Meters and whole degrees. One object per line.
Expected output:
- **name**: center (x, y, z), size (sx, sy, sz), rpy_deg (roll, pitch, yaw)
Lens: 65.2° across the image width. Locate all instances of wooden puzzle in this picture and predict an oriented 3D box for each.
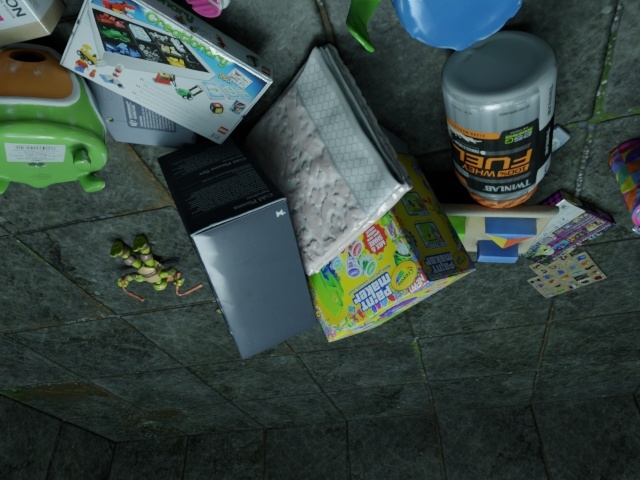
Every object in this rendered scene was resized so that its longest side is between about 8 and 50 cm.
- **wooden puzzle**: center (0.368, -0.005, 1.219), size (0.321, 0.081, 0.348), rpy_deg (1, 165, 10)

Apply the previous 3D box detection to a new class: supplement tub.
- **supplement tub**: center (0.345, -0.216, 0.965), size (0.193, 0.194, 0.316), rpy_deg (-12, 143, 15)

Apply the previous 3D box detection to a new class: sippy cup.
- **sippy cup**: center (0.176, -0.394, 0.687), size (0.239, 0.224, 0.306), rpy_deg (6, 144, -8)

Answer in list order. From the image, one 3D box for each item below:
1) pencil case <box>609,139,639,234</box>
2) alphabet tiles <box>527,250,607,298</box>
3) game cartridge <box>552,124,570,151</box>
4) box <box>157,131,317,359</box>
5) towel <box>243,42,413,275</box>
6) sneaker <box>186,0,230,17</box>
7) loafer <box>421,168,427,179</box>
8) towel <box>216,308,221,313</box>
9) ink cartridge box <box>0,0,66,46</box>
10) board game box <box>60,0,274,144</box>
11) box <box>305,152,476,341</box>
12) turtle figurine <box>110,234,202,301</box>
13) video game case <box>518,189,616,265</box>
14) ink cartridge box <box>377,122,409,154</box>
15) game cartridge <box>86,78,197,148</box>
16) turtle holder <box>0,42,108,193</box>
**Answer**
- **pencil case**: center (0.694, -0.118, 1.070), size (0.104, 0.236, 0.105), rpy_deg (8, 135, 8)
- **alphabet tiles**: center (0.763, 0.106, 1.578), size (0.198, 0.009, 0.237), rpy_deg (-28, 136, 33)
- **game cartridge**: center (0.508, -0.219, 1.116), size (0.055, 0.017, 0.083), rpy_deg (19, 140, -31)
- **box**: center (-0.172, 0.004, 1.043), size (0.178, 0.312, 0.343), rpy_deg (-24, 130, -14)
- **towel**: center (-0.010, -0.145, 0.959), size (0.053, 0.332, 0.317), rpy_deg (-10, 156, -43)
- **sneaker**: center (-0.173, -0.461, 0.705), size (0.102, 0.111, 0.252), rpy_deg (19, 140, 41)
- **loafer**: center (0.156, -0.099, 1.181), size (0.220, 0.080, 0.078), rpy_deg (-43, 117, 10)
- **towel**: center (-0.316, 0.242, 1.742), size (0.083, 0.010, 0.060), rpy_deg (-25, 137, 29)
- **ink cartridge box**: center (-0.551, -0.416, 0.757), size (0.193, 0.088, 0.235), rpy_deg (-8, 143, 11)
- **board game box**: center (-0.259, -0.302, 0.863), size (0.305, 0.053, 0.193), rpy_deg (24, 138, -30)
- **box**: center (0.106, 0.014, 1.039), size (0.177, 0.279, 0.290), rpy_deg (-7, 155, -45)
- **turtle figurine**: center (-0.487, 0.079, 1.447), size (0.269, 0.087, 0.217), rpy_deg (-3, 138, 17)
- **video game case**: center (0.633, -0.026, 1.362), size (0.210, 0.042, 0.232), rpy_deg (19, 140, -23)
- **ink cartridge box**: center (0.092, -0.173, 1.120), size (0.127, 0.073, 0.175), rpy_deg (26, 136, -34)
- **game cartridge**: center (-0.337, -0.302, 0.951), size (0.195, 0.060, 0.294), rpy_deg (3, 144, -11)
- **turtle holder**: center (-0.511, -0.209, 0.925), size (0.243, 0.228, 0.320), rpy_deg (-8, 172, 0)
